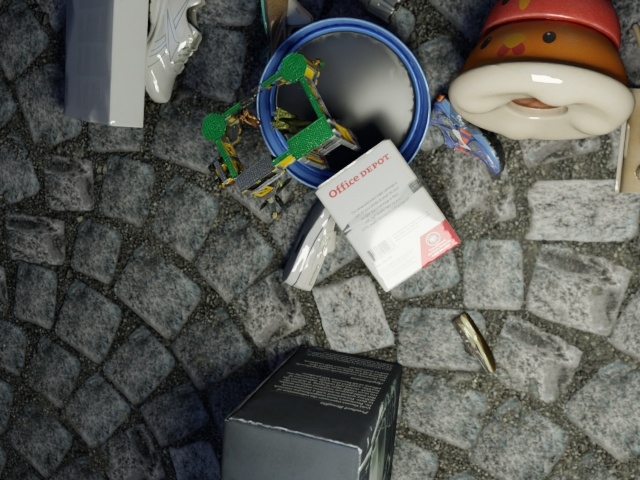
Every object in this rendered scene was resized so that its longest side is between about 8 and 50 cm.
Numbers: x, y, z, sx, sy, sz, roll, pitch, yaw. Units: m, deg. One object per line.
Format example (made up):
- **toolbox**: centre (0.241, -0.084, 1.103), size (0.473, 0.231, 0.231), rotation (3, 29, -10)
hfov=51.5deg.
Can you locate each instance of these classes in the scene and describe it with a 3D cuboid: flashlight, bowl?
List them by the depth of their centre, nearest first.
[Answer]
- **flashlight**: centre (0.038, -0.590, 1.495), size (0.304, 0.103, 0.103), rotation (32, 107, -1)
- **bowl**: centre (0.053, -0.303, 1.508), size (0.390, 0.077, 0.392), rotation (2, 112, 6)

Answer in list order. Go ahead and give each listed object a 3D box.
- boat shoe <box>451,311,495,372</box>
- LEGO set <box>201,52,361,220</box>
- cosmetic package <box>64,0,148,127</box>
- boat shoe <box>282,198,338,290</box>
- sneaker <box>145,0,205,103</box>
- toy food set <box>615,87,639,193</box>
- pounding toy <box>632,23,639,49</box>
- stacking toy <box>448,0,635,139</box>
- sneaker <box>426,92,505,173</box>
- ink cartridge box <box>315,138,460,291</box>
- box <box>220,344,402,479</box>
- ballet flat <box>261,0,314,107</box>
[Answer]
- **boat shoe**: centre (0.360, 0.245, 1.562), size (0.049, 0.056, 0.152), rotation (-31, 79, 25)
- **LEGO set**: centre (-0.073, -0.229, 1.448), size (0.331, 0.192, 0.255), rotation (-40, 74, 17)
- **cosmetic package**: centre (-0.537, -0.482, 1.650), size (0.284, 0.097, 0.378), rotation (17, 106, 44)
- **boat shoe**: centre (0.000, 0.000, 1.621), size (0.088, 0.096, 0.268), rotation (24, 93, -18)
- **sneaker**: centre (-0.369, -0.488, 1.655), size (0.129, 0.111, 0.297), rotation (14, 104, 9)
- **toy food set**: centre (0.765, -0.197, 1.334), size (0.305, 0.092, 0.220), rotation (4, 100, 17)
- **pounding toy**: centre (0.715, -0.403, 1.317), size (0.181, 0.094, 0.206), rotation (27, 106, 12)
- **stacking toy**: centre (0.459, -0.464, 1.325), size (0.350, 0.350, 0.481), rotation (8, 83, 17)
- **sneaker**: centre (0.327, -0.230, 1.489), size (0.221, 0.083, 0.087), rotation (49, 123, 11)
- **ink cartridge box**: centre (0.145, -0.060, 1.456), size (0.197, 0.114, 0.273), rotation (-35, 95, 8)
- **box**: centre (-0.011, 0.553, 1.509), size (0.297, 0.471, 0.481), rotation (8, 102, 17)
- **ballet flat**: centre (-0.075, -0.467, 1.560), size (0.124, 0.116, 0.343), rotation (1, 102, 8)
